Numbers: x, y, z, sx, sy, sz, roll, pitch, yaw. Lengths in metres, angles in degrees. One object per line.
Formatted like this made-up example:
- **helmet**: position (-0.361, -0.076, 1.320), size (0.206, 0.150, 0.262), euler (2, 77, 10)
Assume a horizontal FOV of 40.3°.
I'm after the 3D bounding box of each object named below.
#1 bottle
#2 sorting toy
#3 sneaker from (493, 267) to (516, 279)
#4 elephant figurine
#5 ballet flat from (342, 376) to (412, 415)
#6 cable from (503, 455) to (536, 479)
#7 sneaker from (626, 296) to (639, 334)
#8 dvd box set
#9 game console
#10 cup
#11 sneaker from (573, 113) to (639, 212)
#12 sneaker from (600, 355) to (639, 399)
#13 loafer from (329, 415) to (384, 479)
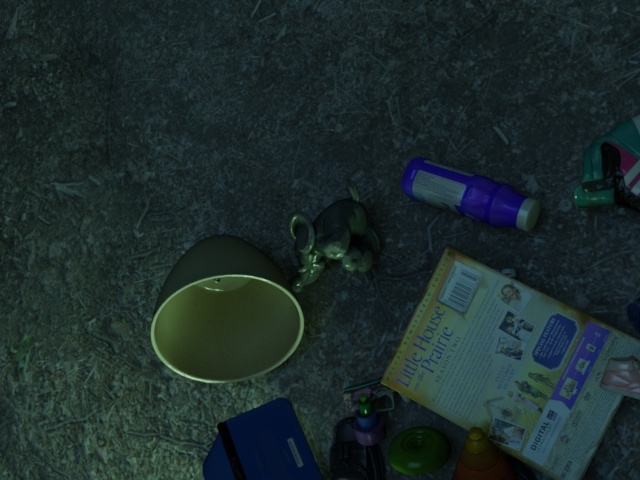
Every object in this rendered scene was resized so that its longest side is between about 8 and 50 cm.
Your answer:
- **bottle**: position (0.308, -0.091, 1.793), size (0.282, 0.118, 0.092), euler (22, 90, 31)
- **sorting toy**: position (0.204, 0.377, 1.698), size (0.365, 0.127, 0.126), euler (13, 126, 41)
- **sneaker**: position (0.348, 0.091, 1.777), size (0.098, 0.038, 0.069), euler (0, 79, 31)
- **elephant figurine**: position (0.000, 0.000, 1.944), size (0.239, 0.169, 0.186), euler (-4, 48, 45)
- **ballet flat**: position (0.148, 0.312, 1.833), size (0.221, 0.077, 0.079), euler (-27, 85, 24)
- **cable**: position (0.357, 0.506, 1.685), size (0.150, 0.047, 0.185), euler (-40, 67, 23)
- **sneaker**: position (0.641, 0.191, 1.540), size (0.090, 0.081, 0.232), euler (-25, 78, -18)
- **dvd box set**: position (0.364, 0.238, 1.676), size (0.420, 0.062, 0.308), euler (26, 93, 20)
- **game console**: position (-0.127, 0.543, 1.935), size (0.250, 0.173, 0.293), euler (-22, 52, -8)
- **cup**: position (-0.216, 0.122, 1.967), size (0.331, 0.331, 0.237), euler (-36, 37, 19)
- **sneaker**: position (0.571, -0.080, 1.631), size (0.178, 0.124, 0.296), euler (-22, 61, 19)
- **sneaker**: position (0.569, 0.244, 1.544), size (0.134, 0.051, 0.070), euler (12, 95, 19)
- **loafer**: position (0.072, 0.517, 1.813), size (0.109, 0.095, 0.303), euler (-17, 71, 28)
